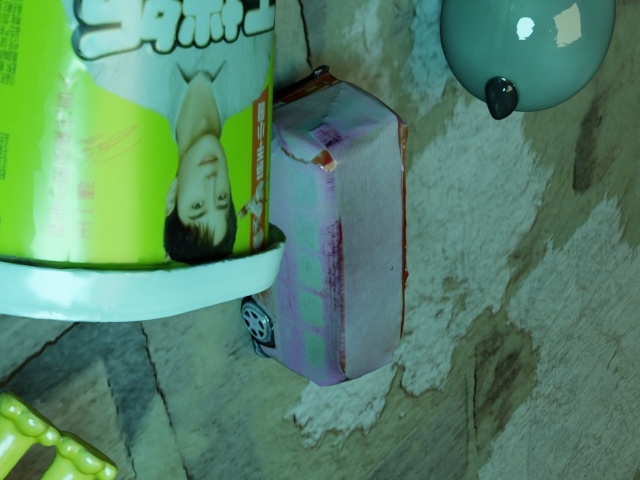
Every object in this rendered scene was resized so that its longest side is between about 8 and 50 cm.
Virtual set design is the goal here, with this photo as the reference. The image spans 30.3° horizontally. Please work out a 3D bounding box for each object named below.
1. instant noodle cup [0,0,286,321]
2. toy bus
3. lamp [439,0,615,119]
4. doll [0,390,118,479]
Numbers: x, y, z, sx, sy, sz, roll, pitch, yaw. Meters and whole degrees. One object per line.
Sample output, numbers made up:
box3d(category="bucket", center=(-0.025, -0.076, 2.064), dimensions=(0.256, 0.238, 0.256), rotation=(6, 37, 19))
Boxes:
box3d(category="instant noodle cup", center=(-0.150, -0.137, 0.716), dimensions=(0.294, 0.294, 0.308), rotation=(-7, 107, -53))
box3d(category="toy bus", center=(0.000, 0.000, 1.105), dimensions=(0.127, 0.147, 0.303), rotation=(-31, 132, -33))
box3d(category="lamp", center=(0.221, -0.240, 1.245), dimensions=(0.244, 0.197, 0.198), rotation=(-50, 151, -64))
box3d(category="doll", center=(-0.309, 0.276, 0.869), dimensions=(0.199, 0.145, 0.363), rotation=(40, 84, -15))
